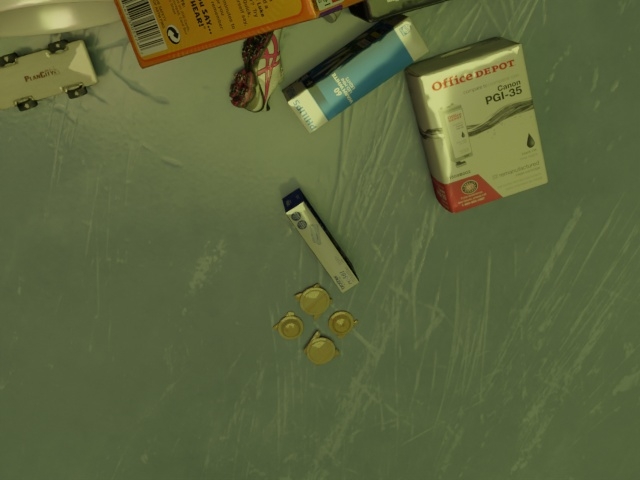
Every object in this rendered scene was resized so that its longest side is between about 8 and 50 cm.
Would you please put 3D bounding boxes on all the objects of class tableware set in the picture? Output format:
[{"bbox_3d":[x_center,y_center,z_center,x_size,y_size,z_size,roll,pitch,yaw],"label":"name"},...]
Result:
[{"bbox_3d":[-0.007,0.182,1.635,0.169,0.020,0.141,42,98,-18],"label":"tableware set"}]

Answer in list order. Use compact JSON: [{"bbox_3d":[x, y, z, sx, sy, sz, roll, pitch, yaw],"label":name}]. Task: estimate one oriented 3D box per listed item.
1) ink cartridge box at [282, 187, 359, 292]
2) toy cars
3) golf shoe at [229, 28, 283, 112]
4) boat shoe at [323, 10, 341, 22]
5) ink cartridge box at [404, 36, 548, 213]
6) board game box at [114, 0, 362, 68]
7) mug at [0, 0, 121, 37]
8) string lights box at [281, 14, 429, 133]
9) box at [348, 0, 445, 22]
[{"bbox_3d":[0.000,0.000,1.528,0.046,0.097,0.207,-33,110,5],"label":"ink cartridge box"},{"bbox_3d":[-0.433,-0.382,1.343,0.177,0.087,0.393,32,106,-13],"label":"toy cars"},{"bbox_3d":[-0.104,-0.330,1.420,0.086,0.067,0.186,9,109,-41],"label":"golf shoe"},{"bbox_3d":[-0.001,-0.447,1.403,0.100,0.035,0.035,41,73,-15],"label":"boat shoe"},{"bbox_3d":[0.300,-0.223,1.475,0.207,0.117,0.282,-18,111,0],"label":"ink cartridge box"},{"bbox_3d":[-0.078,-0.481,1.034,0.356,0.356,0.356,-35,115,-41],"label":"board game box"},{"bbox_3d":[-0.480,-0.480,1.116,0.374,0.276,0.327,-10,99,-3],"label":"mug"},{"bbox_3d":[0.059,-0.310,1.403,0.260,0.133,0.076,-34,111,5],"label":"string lights box"},{"bbox_3d":[0.157,-0.601,1.269,0.294,0.212,0.395,-15,112,-1],"label":"box"}]
